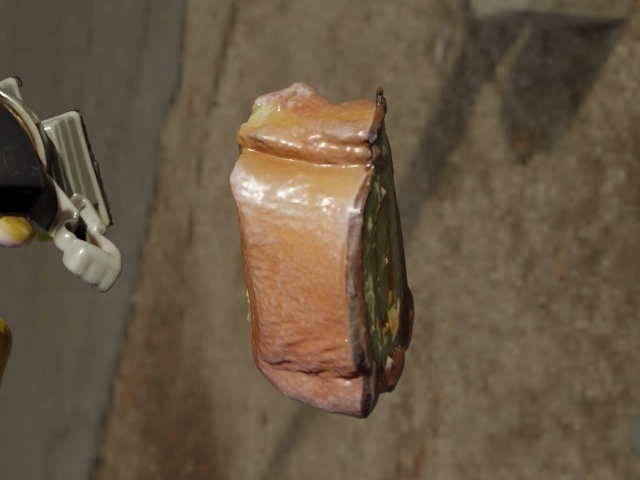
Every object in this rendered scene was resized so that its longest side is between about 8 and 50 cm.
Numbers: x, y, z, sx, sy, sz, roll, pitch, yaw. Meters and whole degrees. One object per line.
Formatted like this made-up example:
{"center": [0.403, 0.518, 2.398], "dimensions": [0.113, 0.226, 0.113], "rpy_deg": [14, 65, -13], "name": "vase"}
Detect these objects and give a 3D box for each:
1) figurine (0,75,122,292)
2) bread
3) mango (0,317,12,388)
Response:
{"center": [-0.283, -0.056, 1.531], "dimensions": [0.308, 0.308, 0.143], "rpy_deg": [-150, 68, -72], "name": "figurine"}
{"center": [0.003, -0.006, 1.556], "dimensions": [0.190, 0.123, 0.244], "rpy_deg": [-59, -31, -63], "name": "bread"}
{"center": [-0.360, 0.153, 1.931], "dimensions": [0.090, 0.115, 0.178], "rpy_deg": [35, 122, 18], "name": "mango"}
